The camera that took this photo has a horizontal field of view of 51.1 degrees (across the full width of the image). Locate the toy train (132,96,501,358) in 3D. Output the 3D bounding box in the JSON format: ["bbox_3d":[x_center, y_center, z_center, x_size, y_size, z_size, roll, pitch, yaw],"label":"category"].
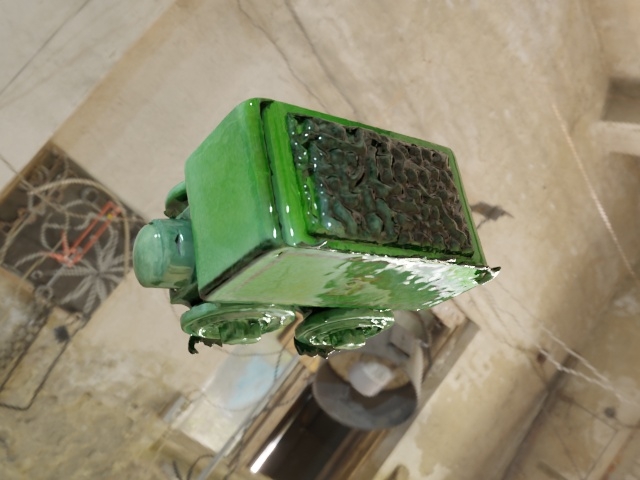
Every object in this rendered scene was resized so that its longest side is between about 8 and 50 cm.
[{"bbox_3d":[0.000,0.000,0.487,0.243,0.132,0.188,8,-28,-39],"label":"toy train"}]
